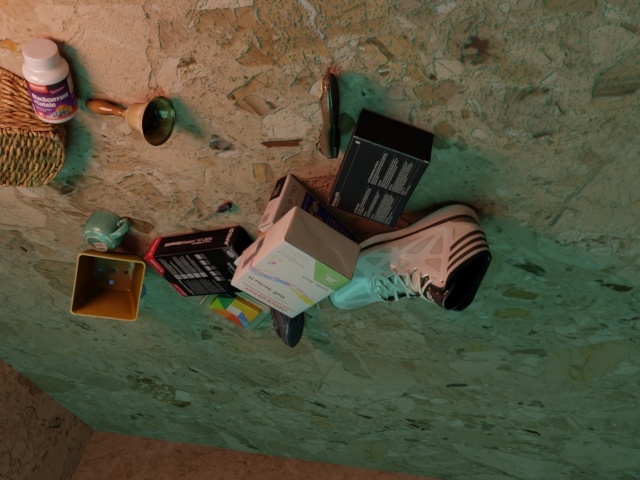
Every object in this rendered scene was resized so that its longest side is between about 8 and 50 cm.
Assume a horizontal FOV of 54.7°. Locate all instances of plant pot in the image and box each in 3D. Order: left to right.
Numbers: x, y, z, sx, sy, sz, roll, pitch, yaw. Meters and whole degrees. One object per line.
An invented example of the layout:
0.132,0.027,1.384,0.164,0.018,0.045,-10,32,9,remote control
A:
-0.715,0.131,2.108,0.212,0.187,0.212,9,103,-16,plant pot

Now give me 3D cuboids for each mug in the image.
-0.709,-0.030,2.031,0.129,0.097,0.158,29,142,-15,mug

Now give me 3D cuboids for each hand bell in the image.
-0.508,-0.326,1.586,0.242,0.126,0.126,16,145,22,hand bell

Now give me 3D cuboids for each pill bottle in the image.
-0.675,-0.396,1.539,0.108,0.108,0.193,16,143,3,pill bottle

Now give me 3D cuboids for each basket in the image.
-0.831,-0.310,1.729,0.213,0.223,0.299,-1,155,-33,basket

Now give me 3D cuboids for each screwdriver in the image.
-0.318,-0.085,1.873,0.024,0.025,0.170,38,148,-26,screwdriver

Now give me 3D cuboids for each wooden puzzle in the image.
-0.308,0.245,2.262,0.238,0.044,0.221,28,142,-13,wooden puzzle

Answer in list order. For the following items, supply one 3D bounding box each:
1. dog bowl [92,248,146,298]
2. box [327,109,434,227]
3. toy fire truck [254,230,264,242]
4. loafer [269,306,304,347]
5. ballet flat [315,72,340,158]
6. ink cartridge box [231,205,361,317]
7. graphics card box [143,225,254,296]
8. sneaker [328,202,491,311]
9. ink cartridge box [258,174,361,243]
-0.772,0.151,2.310,0.166,0.074,0.297,3,140,19,dog bowl
0.140,-0.167,1.502,0.184,0.103,0.261,17,144,-4,box
-0.179,0.055,1.879,0.192,0.047,0.135,-42,128,6,toy fire truck
-0.127,0.255,2.173,0.095,0.109,0.302,22,142,27,loafer
0.012,-0.282,1.432,0.058,0.084,0.250,9,148,10,ballet flat
-0.086,0.079,1.597,0.207,0.119,0.353,31,141,-18,ink cartridge box
-0.362,0.077,2.029,0.371,0.094,0.233,-7,136,31,graphics card box
0.215,0.092,1.548,0.447,0.257,0.169,-30,121,14,sneaker
0.000,0.000,1.710,0.371,0.176,0.069,40,138,-27,ink cartridge box
